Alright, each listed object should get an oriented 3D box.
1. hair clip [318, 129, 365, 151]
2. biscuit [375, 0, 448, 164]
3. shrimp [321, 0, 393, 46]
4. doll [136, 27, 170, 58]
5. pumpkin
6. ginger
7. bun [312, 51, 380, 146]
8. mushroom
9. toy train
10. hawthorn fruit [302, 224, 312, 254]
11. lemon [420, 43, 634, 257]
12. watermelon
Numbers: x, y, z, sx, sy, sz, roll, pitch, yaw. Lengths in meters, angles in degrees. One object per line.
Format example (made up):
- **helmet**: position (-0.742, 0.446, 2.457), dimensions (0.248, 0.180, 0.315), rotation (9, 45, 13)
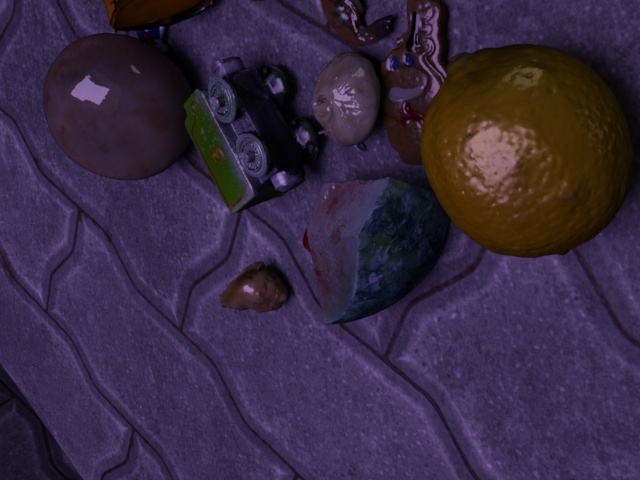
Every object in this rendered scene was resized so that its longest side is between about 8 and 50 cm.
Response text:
- **hair clip**: position (0.047, -0.207, 1.720), dimensions (0.115, 0.030, 0.039), rotation (20, 120, 36)
- **biscuit**: position (0.173, -0.296, 1.562), dimensions (0.183, 0.047, 0.319), rotation (29, 123, 29)
- **shrimp**: position (0.108, -0.465, 1.552), dimensions (0.296, 0.058, 0.169), rotation (-23, 97, 49)
- **doll**: position (-0.394, -0.476, 2.007), dimensions (0.099, 0.057, 0.143), rotation (-22, 96, 26)
- **pumpkin**: position (-0.334, -0.587, 1.760), dimensions (0.303, 0.256, 0.225), rotation (-20, 85, 5)
- **ginger**: position (-0.155, 0.134, 1.999), dimensions (0.122, 0.115, 0.193), rotation (43, 144, 1)
- **bun**: position (0.036, -0.272, 1.625), dimensions (0.183, 0.102, 0.183), rotation (176, 90, -66)
- **mushroom**: position (-0.465, -0.325, 2.006), dimensions (0.362, 0.294, 0.362), rotation (7, 126, 9)
- **toy train**: position (-0.152, -0.225, 1.810), dimensions (0.249, 0.173, 0.307), rotation (-33, 83, 54)
- **hawthorn fruit**: position (0.000, 0.000, 1.805), dimensions (0.093, 0.093, 0.093), rotation (18, 118, 37)
- **lemon**: position (0.318, -0.137, 1.313), dimensions (0.336, 0.336, 0.336), rotation (18, 118, 37)
- **watermelon**: position (0.085, -0.016, 1.647), dimensions (0.258, 0.228, 0.387), rotation (49, 142, 29)
